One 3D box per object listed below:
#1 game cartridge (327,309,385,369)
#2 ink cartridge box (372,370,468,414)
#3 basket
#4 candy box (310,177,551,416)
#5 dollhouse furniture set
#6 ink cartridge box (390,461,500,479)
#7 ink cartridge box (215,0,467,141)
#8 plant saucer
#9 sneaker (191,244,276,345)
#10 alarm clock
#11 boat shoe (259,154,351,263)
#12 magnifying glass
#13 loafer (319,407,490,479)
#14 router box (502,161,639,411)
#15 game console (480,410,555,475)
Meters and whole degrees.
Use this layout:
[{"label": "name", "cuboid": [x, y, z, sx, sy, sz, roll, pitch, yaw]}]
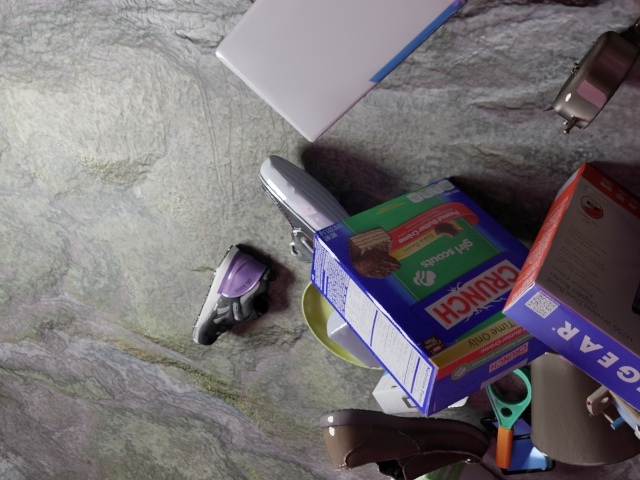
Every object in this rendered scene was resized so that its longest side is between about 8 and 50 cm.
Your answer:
[{"label": "game cartridge", "cuboid": [0.170, 0.138, 1.650, 0.294, 0.060, 0.196, -21, 142, 27]}, {"label": "ink cartridge box", "cuboid": [0.202, 0.268, 1.789, 0.180, 0.104, 0.060, -16, 115, 39]}, {"label": "basket", "cuboid": [0.440, 0.245, 1.595, 0.204, 0.154, 0.226, -1, 122, 28]}, {"label": "candy box", "cuboid": [0.179, 0.073, 1.433, 0.317, 0.268, 0.122, 48, 150, 35]}, {"label": "dollhouse furniture set", "cuboid": [0.524, 0.295, 1.507, 0.129, 0.129, 0.183, 50, 175, 36]}, {"label": "ink cartridge box", "cuboid": [0.323, 0.595, 1.979, 0.353, 0.119, 0.207, 38, 136, -1]}, {"label": "ink cartridge box", "cuboid": [0.088, -0.343, 1.137, 0.166, 0.395, 0.285, 42, 136, -10]}, {"label": "plant saucer", "cuboid": [0.080, 0.146, 1.809, 0.241, 0.037, 0.241, 17, 133, 18]}, {"label": "sneaker", "cuboid": [-0.175, 0.142, 1.921, 0.124, 0.107, 0.283, 27, 136, 1]}, {"label": "alarm clock", "cuboid": [0.376, -0.232, 1.253, 0.064, 0.129, 0.192, 37, 108, 3]}, {"label": "boat shoe", "cuboid": [0.000, 0.000, 1.649, 0.119, 0.121, 0.335, -42, 97, 22]}, {"label": "magnifying glass", "cuboid": [0.351, 0.329, 1.769, 0.092, 0.026, 0.231, 13, 120, 27]}, {"label": "loafer", "cuboid": [0.161, 0.407, 1.817, 0.366, 0.130, 0.134, 11, 161, -22]}, {"label": "router box", "cuboid": [0.456, 0.085, 1.336, 0.335, 0.301, 0.082, 35, 136, 0]}, {"label": "game console", "cuboid": [0.376, 0.388, 1.803, 0.122, 0.071, 0.107, -19, 127, 40]}]
